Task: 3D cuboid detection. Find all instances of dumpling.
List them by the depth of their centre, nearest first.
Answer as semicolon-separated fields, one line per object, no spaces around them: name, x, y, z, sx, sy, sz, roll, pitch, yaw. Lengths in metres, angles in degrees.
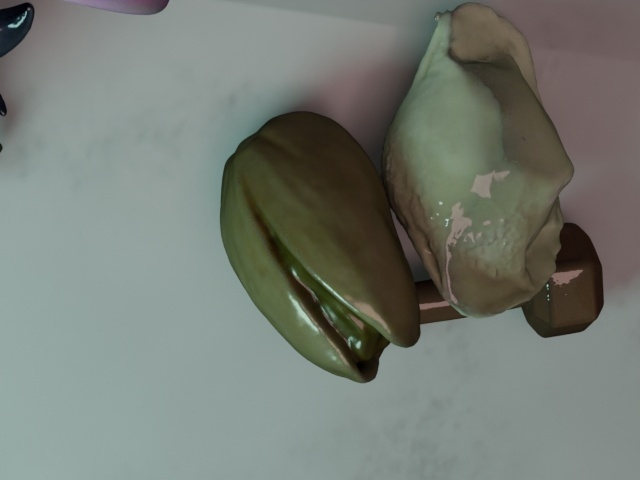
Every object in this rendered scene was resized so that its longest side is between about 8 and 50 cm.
dumpling;0.130;-0.050;1.107;0.166;0.216;0.126;13;136;-40

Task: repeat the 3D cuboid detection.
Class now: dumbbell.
dumbbell;0.104;0.045;1.165;0.230;0.092;0.082;-10;138;-6

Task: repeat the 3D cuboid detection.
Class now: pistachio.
pistachio;0.000;0.000;1.074;0.135;0.226;0.136;-18;146;-13

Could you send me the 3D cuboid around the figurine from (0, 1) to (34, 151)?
figurine;-0.319;-0.109;0.980;0.265;0.197;0.175;18;60;-20

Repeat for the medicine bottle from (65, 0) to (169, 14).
medicine bottle;-0.145;-0.308;0.971;0.178;0.178;0.291;16;104;-13
